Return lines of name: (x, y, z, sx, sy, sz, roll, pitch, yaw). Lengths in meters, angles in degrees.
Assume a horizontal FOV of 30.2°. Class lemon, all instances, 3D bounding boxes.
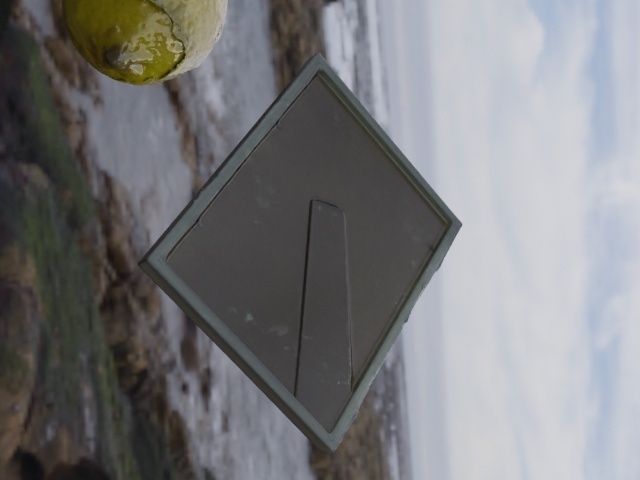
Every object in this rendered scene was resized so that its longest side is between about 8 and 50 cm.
lemon: (-0.185, -0.258, 1.275, 0.193, 0.181, 0.180, -25, 115, -49)

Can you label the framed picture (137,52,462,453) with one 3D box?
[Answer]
framed picture: (0.000, 0.000, 0.838, 0.184, 0.016, 0.250, 47, 48, -16)
